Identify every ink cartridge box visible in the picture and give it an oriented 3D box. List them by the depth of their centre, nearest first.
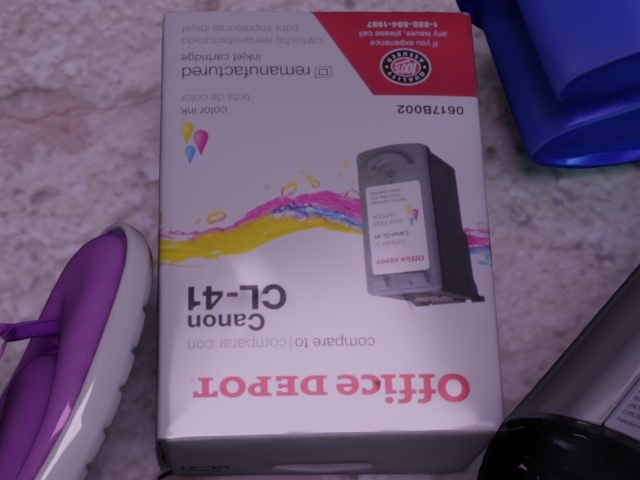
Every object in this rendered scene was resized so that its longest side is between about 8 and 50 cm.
[{"bbox_3d":[0.000,0.000,0.799,0.226,0.131,0.306,-1,68,-5],"label":"ink cartridge box"}]

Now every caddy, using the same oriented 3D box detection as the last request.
[{"bbox_3d":[0.269,-0.182,0.807,0.341,0.241,0.179,-9,72,-3],"label":"caddy"}]

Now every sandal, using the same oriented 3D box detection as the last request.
[{"bbox_3d":[-0.226,0.155,0.693,0.102,0.169,0.416,35,68,-25],"label":"sandal"}]

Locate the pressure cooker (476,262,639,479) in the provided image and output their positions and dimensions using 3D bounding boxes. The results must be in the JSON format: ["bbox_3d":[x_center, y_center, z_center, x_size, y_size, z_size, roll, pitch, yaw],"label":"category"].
[{"bbox_3d":[0.346,0.108,0.652,0.370,0.375,0.420,40,73,12],"label":"pressure cooker"}]
